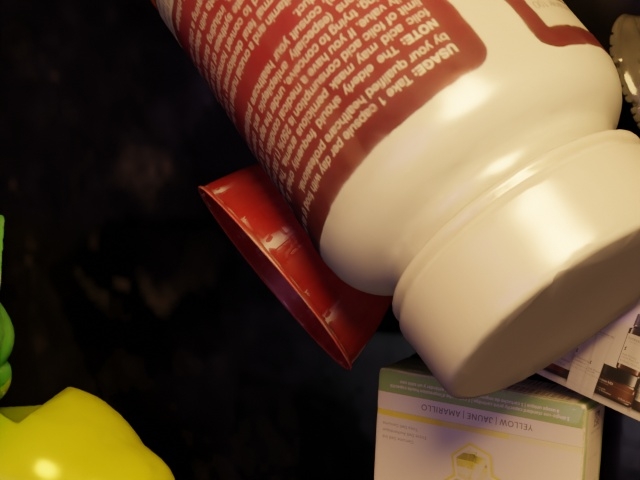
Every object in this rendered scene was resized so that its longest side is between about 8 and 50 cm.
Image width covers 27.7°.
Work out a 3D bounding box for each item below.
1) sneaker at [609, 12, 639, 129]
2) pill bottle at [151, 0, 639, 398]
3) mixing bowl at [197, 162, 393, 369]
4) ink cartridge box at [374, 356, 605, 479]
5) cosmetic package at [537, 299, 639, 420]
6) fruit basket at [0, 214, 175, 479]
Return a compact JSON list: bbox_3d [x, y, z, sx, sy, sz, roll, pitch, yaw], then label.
[{"bbox_3d":[0.297,-0.040,0.837,0.130,0.109,0.286,-27,87,25],"label":"sneaker"},{"bbox_3d":[0.055,-0.107,0.861,0.224,0.224,0.392,-46,64,28],"label":"pill bottle"},{"bbox_3d":[0.000,0.000,0.996,0.098,0.181,0.181,-39,75,-8],"label":"mixing bowl"},{"bbox_3d":[0.126,0.220,1.010,0.171,0.056,0.235,8,100,29],"label":"ink cartridge box"},{"bbox_3d":[0.179,0.048,0.944,0.239,0.060,0.099,24,109,25],"label":"cosmetic package"},{"bbox_3d":[-0.303,0.188,1.182,0.392,0.283,0.392,-4,112,-11],"label":"fruit basket"}]
